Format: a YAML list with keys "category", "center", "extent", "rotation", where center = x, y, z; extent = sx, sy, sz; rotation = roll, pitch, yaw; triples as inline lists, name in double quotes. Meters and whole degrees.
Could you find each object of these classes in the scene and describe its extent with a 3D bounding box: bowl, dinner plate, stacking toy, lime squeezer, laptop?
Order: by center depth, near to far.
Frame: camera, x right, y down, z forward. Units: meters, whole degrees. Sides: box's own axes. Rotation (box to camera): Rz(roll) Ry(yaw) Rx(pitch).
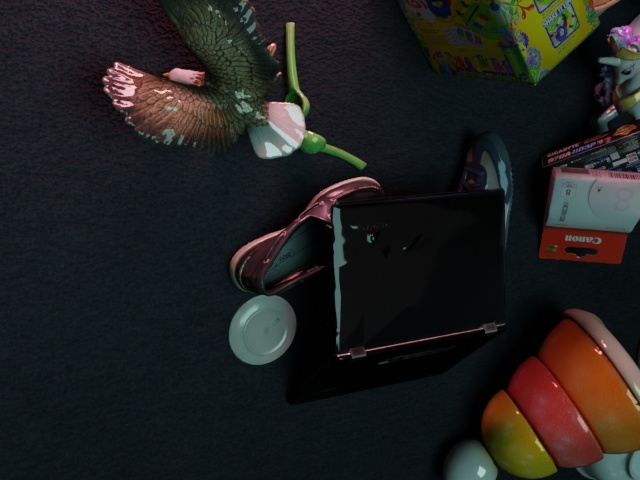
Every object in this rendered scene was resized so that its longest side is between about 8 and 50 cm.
- category: "lime squeezer"
  center: [-0.014, -0.228, 1.492]
  extent: [0.110, 0.059, 0.310]
  rotation: [-38, 118, -15]
- category: "dinner plate"
  center: [-0.106, 0.171, 1.578]
  extent: [0.141, 0.017, 0.141]
  rotation: [-9, 108, -29]
- category: "laptop"
  center: [0.144, 0.116, 1.615]
  extent: [0.381, 0.408, 0.237]
  rotation: [-6, 64, -27]
- category: "stacking toy"
  center: [0.477, 0.405, 1.846]
  extent: [0.479, 0.351, 0.351]
  rotation: [-32, 118, 1]
- category: "bowl"
  center: [0.783, 0.505, 2.079]
  extent: [0.297, 0.134, 0.298]
  rotation: [-8, 113, -20]

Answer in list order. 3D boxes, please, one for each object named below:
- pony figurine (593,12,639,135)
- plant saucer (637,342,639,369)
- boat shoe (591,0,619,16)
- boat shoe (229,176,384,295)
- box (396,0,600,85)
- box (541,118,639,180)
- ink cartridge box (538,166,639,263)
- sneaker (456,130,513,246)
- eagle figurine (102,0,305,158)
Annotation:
- category: "pony figurine"
  center: [0.737, -0.336, 1.782]
  extent: [0.350, 0.303, 0.364]
  rotation: [-28, 131, -10]
- category: "plant saucer"
  center: [1.007, 0.281, 2.182]
  extent: [0.400, 0.100, 0.401]
  rotation: [-9, 108, -28]
- category: "boat shoe"
  center: [0.493, -0.467, 1.590]
  extent: [0.103, 0.302, 0.113]
  rotation: [-23, 89, -48]
- category: "boat shoe"
  center: [-0.002, -0.003, 1.528]
  extent: [0.340, 0.113, 0.127]
  rotation: [-27, 116, -20]
- category: "box"
  center: [0.281, -0.446, 1.456]
  extent: [0.177, 0.290, 0.279]
  rotation: [-42, 121, -12]
- category: "box"
  center: [0.612, -0.144, 1.788]
  extent: [0.220, 0.051, 0.175]
  rotation: [-21, 123, 26]
- category: "ink cartridge box"
  center: [0.580, -0.042, 1.791]
  extent: [0.188, 0.066, 0.233]
  rotation: [5, 118, 7]
- category: "sneaker"
  center: [0.306, -0.058, 1.686]
  extent: [0.131, 0.112, 0.319]
  rotation: [-10, 108, -29]
- category: "eagle figurine"
  center: [-0.172, -0.245, 1.305]
  extent: [0.225, 0.298, 0.227]
  rotation: [-15, 76, 15]
